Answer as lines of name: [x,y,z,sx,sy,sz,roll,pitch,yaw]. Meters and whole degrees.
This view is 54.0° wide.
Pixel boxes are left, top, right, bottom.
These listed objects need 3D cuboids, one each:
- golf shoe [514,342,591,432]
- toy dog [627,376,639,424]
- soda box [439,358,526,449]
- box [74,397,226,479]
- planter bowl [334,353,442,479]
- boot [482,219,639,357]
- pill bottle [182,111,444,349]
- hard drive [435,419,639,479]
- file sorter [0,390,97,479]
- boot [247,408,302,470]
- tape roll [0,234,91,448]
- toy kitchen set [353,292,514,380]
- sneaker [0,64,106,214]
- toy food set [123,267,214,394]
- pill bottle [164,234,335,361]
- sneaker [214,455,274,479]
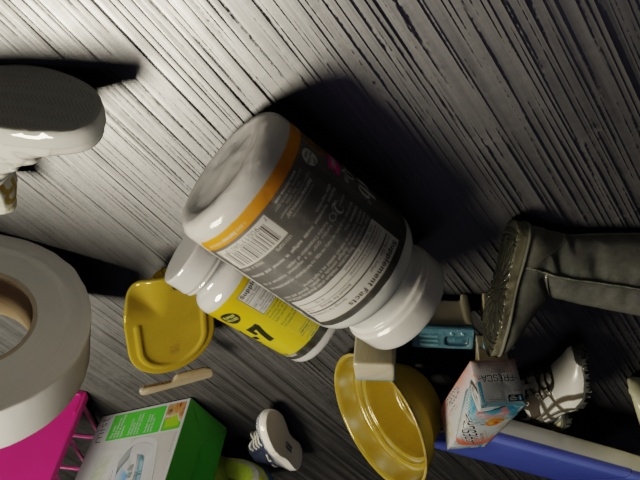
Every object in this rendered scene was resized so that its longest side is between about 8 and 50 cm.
golf shoe: [0.333,0.221,0.925,0.094,0.077,0.198,6,134,4]
toy dog: [0.684,0.337,0.843,0.408,0.284,0.395,-17,130,22]
soda box: [0.206,0.217,0.819,0.058,0.063,0.183,-3,147,-5]
box: [-0.318,0.441,1.121,0.231,0.262,0.126,-16,129,25]
planter bowl: [0.118,0.255,0.954,0.090,0.217,0.217,-21,144,-29]
boot: [0.314,0.069,0.755,0.209,0.076,0.189,9,110,-5]
pill bottle: [0.000,0.000,0.704,0.278,0.162,0.162,36,129,-26]
hard drive: [0.321,0.338,1.024,0.319,0.040,0.210,17,155,-8]
file sorter: [-0.550,0.437,1.139,0.202,0.290,0.182,5,138,5]
boot: [-0.101,0.367,1.146,0.086,0.069,0.190,-3,136,19]
tape roll: [-0.448,0.126,0.815,0.286,0.286,0.100,17,135,-7]
toy kitchen set: [0.158,0.171,0.872,0.207,0.122,0.166,0,134,10]
sneaker: [-0.354,-0.101,0.711,0.293,0.108,0.169,9,138,15]
toy food set: [-0.226,0.119,0.910,0.128,0.071,0.218,-16,131,-27]
pill bottle: [-0.083,0.060,0.806,0.208,0.119,0.119,33,131,-21]
sneaker: [-0.198,0.471,1.251,0.240,0.091,0.126,4,157,30]
